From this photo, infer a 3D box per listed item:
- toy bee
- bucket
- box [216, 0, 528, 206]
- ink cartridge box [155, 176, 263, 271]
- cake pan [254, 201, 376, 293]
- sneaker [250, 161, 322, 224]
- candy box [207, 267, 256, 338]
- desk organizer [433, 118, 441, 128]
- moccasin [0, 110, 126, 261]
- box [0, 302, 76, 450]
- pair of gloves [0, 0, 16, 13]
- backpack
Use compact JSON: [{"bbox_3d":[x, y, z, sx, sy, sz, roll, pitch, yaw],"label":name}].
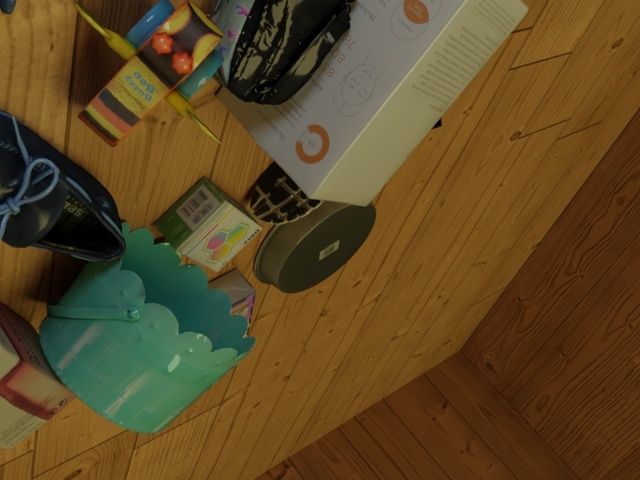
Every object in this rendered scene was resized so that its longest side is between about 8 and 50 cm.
[{"bbox_3d":[-0.168,-0.198,0.804,0.298,0.195,0.162,-61,-172,29],"label":"toy bee"},{"bbox_3d":[-0.253,0.128,1.123,0.183,0.281,0.281,-45,156,6],"label":"bucket"},{"bbox_3d":[0.063,-0.245,1.026,0.345,0.215,0.168,-50,156,19],"label":"box"},{"bbox_3d":[-0.166,-0.014,1.261,0.109,0.062,0.209,-44,157,2],"label":"ink cartridge box"},{"bbox_3d":[0.000,0.000,1.554,0.293,0.054,0.293,-34,156,-18],"label":"cake pan"},{"bbox_3d":[0.008,-0.114,1.318,0.279,0.107,0.118,-38,166,-4],"label":"sneaker"},{"bbox_3d":[-0.217,0.166,1.482,0.165,0.070,0.196,-28,152,-30],"label":"candy box"},{"bbox_3d":[0.176,-0.229,1.436,0.130,0.050,0.047,-23,150,-38],"label":"desk organizer"},{"bbox_3d":[-0.325,-0.056,0.873,0.138,0.117,0.342,-47,156,11],"label":"moccasin"},{"bbox_3d":[-0.447,0.162,1.021,0.127,0.148,0.232,-38,157,-11],"label":"box"},{"bbox_3d":[-0.327,-0.253,0.655,0.198,0.023,0.159,-20,147,-42],"label":"pair of gloves"},{"bbox_3d":[-0.062,-0.256,0.934,0.152,0.115,0.182,14,113,-39],"label":"backpack"}]
